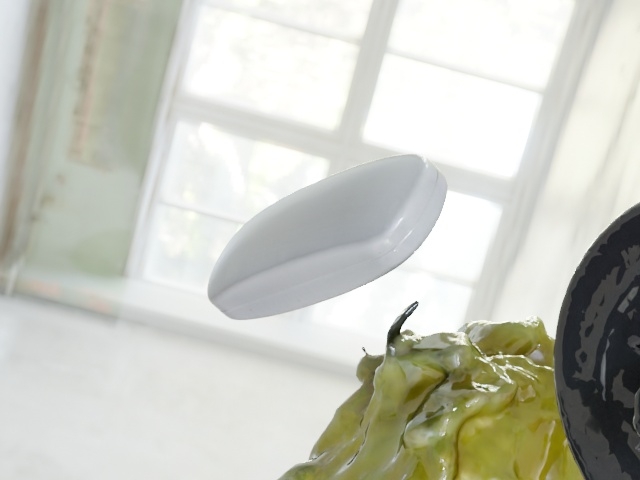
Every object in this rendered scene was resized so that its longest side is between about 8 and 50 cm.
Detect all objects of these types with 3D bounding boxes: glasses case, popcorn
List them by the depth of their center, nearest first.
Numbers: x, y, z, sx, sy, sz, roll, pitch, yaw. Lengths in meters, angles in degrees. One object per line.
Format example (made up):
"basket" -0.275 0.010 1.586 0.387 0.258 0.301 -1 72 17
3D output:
"glasses case" 0.000 0.000 0.905 0.193 0.049 0.074 -20 -145 47
"popcorn" 0.085 0.161 1.026 0.249 0.225 0.249 -30 -150 19

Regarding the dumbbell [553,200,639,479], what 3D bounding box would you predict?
"dumbbell" 0.261 0.052 0.733 0.388 0.185 0.185 -7 120 -47
